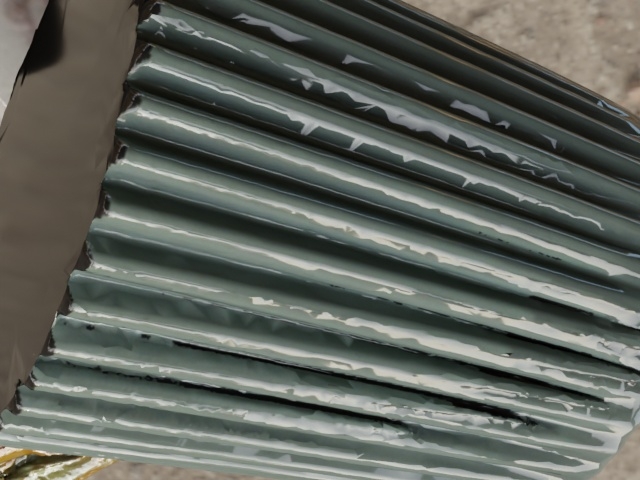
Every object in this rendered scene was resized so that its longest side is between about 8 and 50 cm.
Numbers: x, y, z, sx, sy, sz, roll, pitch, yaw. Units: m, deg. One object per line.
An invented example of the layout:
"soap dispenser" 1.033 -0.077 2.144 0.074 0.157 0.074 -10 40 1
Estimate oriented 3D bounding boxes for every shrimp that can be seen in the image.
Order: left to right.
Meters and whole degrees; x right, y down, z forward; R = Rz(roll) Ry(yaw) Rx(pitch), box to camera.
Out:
"shrimp" -0.273 0.208 1.342 0.294 0.154 0.062 -24 58 -11

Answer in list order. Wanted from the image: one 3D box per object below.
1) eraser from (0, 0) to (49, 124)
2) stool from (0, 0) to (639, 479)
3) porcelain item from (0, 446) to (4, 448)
"eraser" -0.144 -0.112 1.002 0.174 0.095 0.270 -41 87 -18
"stool" 0.000 0.000 0.772 0.330 0.297 0.297 17 79 -23
"porcelain item" -0.259 0.084 1.238 0.253 0.253 0.253 1 88 -35
